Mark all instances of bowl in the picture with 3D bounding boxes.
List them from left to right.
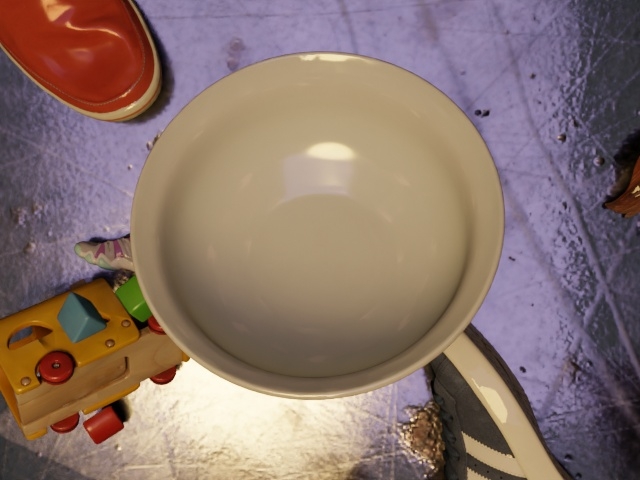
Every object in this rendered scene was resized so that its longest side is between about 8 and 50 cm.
[{"bbox_3d":[0.000,0.000,0.751,0.298,0.134,0.297,-1,69,3],"label":"bowl"}]

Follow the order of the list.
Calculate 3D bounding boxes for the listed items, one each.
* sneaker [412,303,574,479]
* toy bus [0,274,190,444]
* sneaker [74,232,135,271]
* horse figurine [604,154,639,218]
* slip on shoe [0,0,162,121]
[{"bbox_3d":[0.145,0.219,0.798,0.148,0.131,0.350,-32,90,11],"label":"sneaker"},{"bbox_3d":[-0.202,0.087,0.798,0.191,0.202,0.104,-46,62,11],"label":"toy bus"},{"bbox_3d":[-0.176,-0.003,0.828,0.098,0.038,0.069,16,94,-10],"label":"sneaker"},{"bbox_3d":[0.399,-0.069,0.796,0.264,0.066,0.174,-1,101,-1],"label":"horse figurine"},{"bbox_3d":[-0.267,-0.242,0.775,0.123,0.101,0.331,-37,95,2],"label":"slip on shoe"}]
